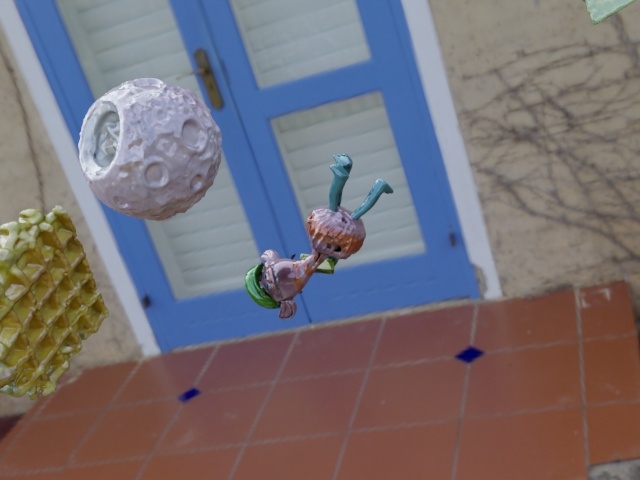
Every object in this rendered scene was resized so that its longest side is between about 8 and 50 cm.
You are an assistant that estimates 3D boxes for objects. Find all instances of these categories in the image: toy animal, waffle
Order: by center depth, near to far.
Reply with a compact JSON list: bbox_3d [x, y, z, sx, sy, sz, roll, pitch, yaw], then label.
[{"bbox_3d":[0.000,0.000,0.989,0.103,0.100,0.208,-8,-41,-53],"label":"toy animal"},{"bbox_3d":[-0.378,0.088,1.117,0.057,0.229,0.219,5,41,19],"label":"waffle"}]

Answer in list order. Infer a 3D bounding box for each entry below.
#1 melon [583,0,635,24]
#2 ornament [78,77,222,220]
[{"bbox_3d":[0.137,-0.202,0.490,0.064,0.209,0.118,-23,42,61],"label":"melon"},{"bbox_3d":[-0.297,-0.162,1.549,0.259,0.260,0.225,1,-7,45],"label":"ornament"}]
